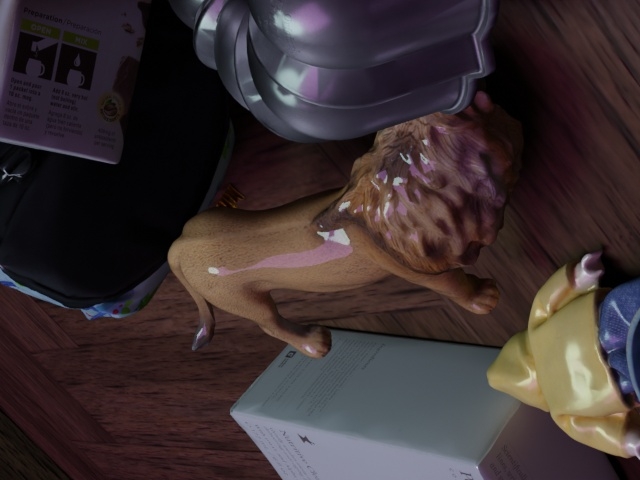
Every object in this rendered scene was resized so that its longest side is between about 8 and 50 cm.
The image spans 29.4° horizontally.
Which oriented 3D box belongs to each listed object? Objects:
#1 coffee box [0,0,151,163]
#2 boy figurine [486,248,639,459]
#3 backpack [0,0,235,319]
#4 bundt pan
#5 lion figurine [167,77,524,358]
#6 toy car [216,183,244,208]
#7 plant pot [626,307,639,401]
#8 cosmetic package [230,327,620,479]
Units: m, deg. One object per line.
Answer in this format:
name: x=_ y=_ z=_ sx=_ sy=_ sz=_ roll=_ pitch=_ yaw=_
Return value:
coffee box: x=-0.213 y=-0.220 z=0.910 sx=0.168 sy=0.297 sz=0.118 roll=13 pitch=-177 yaw=43
boy figurine: x=0.238 y=0.102 z=1.024 sx=0.285 sy=0.092 sz=0.177 roll=-39 pitch=67 yaw=64
backpack: x=-0.226 y=-0.050 z=1.206 sx=0.273 sy=0.290 sz=0.355 roll=36 pitch=159 yaw=-30
bundt pan: x=-0.033 y=-0.204 z=0.771 sx=0.331 sy=0.124 sz=0.331 roll=56 pitch=164 yaw=25
lion figurine: x=0.000 y=0.000 z=1.014 sx=0.392 sy=0.142 sz=0.240 roll=-23 pitch=151 yaw=20
toy car: x=-0.084 y=-0.001 z=1.348 sx=0.122 sy=0.040 sz=0.060 roll=49 pitch=151 yaw=-16
plant pot: x=0.358 y=0.068 z=0.717 sx=0.290 sy=0.195 sz=0.290 roll=38 pitch=156 yaw=20
cosmetic package: x=0.110 y=0.228 z=1.320 sx=0.385 sy=0.156 sz=0.217 roll=1 pitch=132 yaw=52
